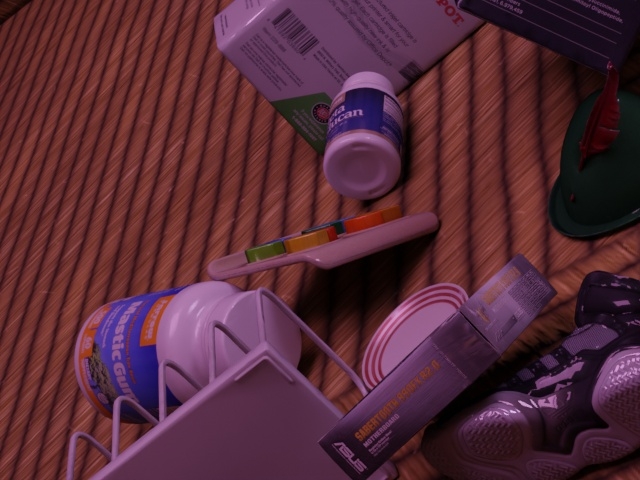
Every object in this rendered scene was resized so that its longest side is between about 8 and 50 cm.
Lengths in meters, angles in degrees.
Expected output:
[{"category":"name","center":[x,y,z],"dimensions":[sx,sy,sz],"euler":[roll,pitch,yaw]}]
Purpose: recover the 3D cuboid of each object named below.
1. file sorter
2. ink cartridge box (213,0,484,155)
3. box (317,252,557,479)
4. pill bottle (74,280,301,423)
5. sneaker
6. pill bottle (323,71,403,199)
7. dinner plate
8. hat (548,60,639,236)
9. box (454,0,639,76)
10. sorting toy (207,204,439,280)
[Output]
[{"category":"file sorter","center":[-0.097,0.208,1.689],"dimensions":[0.278,0.193,0.173],"euler":[-39,23,14]},{"category":"ink cartridge box","center":[0.038,-0.288,2.188],"dimensions":[0.289,0.211,0.121],"euler":[-38,25,13]},{"category":"box","center":[0.110,0.112,1.521],"dimensions":[0.183,0.056,0.231],"euler":[-46,-6,23]},{"category":"pill bottle","center":[-0.149,0.127,1.925],"dimensions":[0.272,0.152,0.152],"euler":[-13,40,49]},{"category":"sneaker","center":[0.214,0.119,1.462],"dimensions":[0.269,0.101,0.153],"euler":[-22,33,30]},{"category":"pill bottle","center":[0.054,-0.134,2.069],"dimensions":[0.094,0.094,0.169],"euler":[-32,28,26]},{"category":"dinner plate","center":[0.101,0.103,1.742],"dimensions":[0.141,0.017,0.141],"euler":[-35,26,21]},{"category":"hat","center":[0.258,-0.127,1.650],"dimensions":[0.208,0.183,0.173],"euler":[-23,35,38]},{"category":"box","center":[0.279,-0.358,1.741],"dimensions":[0.343,0.179,0.312],"euler":[-75,9,-77]},{"category":"sorting toy","center":[0.000,0.000,1.906],"dimensions":[0.193,0.038,0.208],"euler":[-19,8,-39]}]
